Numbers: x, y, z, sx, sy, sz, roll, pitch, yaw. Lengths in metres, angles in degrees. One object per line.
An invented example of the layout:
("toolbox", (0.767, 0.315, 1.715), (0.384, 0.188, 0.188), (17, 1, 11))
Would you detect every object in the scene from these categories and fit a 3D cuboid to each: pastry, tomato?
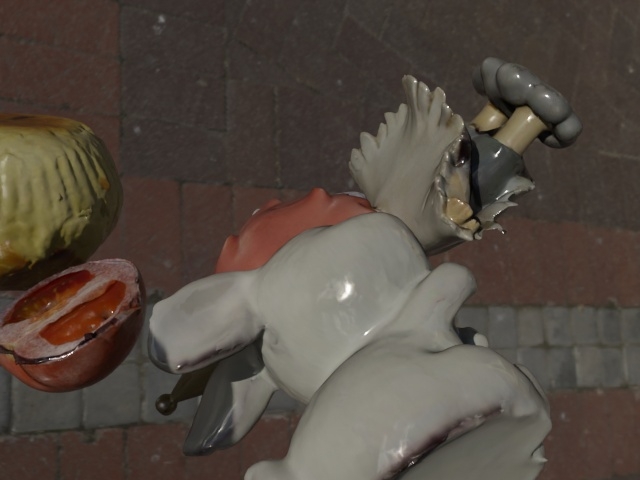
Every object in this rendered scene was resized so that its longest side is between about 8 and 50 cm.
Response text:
("pastry", (-0.555, -0.065, 1.478), (0.389, 0.389, 0.312), (-12, 110, -37))
("tomato", (-0.305, 0.118, 1.059), (0.199, 0.228, 0.112), (-42, 125, -28))

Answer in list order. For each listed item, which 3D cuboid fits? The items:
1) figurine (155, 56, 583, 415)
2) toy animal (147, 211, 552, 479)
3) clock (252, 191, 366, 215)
("figurine", (0.029, 0.019, 0.634), (0.387, 0.207, 0.166), (-45, 119, -2))
("toy animal", (0.014, 0.080, 0.447), (0.179, 0.193, 0.127), (-34, 138, -16))
("clock", (0.000, 0.000, 1.156), (0.176, 0.080, 0.117), (-12, 102, -6))
